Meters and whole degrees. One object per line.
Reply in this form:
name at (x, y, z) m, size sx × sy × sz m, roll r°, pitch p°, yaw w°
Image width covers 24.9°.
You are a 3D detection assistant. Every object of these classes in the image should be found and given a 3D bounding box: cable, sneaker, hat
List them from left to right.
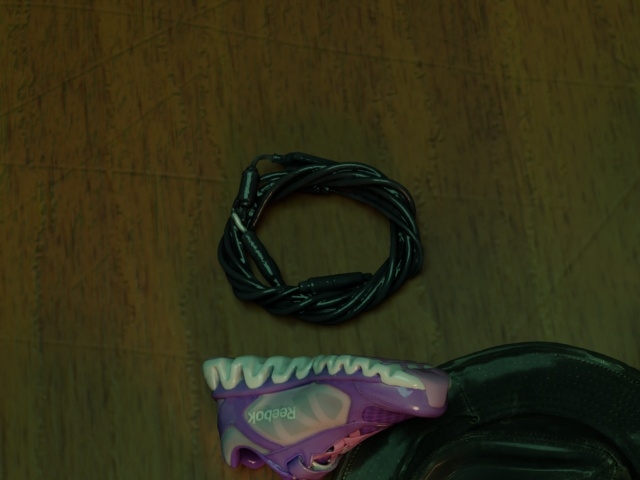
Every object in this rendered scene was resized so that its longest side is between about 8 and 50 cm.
cable at (0.000, 0.000, 1.274) m, size 0.184 × 0.047 × 0.151 m, roll 17°, pitch 72°, yaw 16°
sneaker at (0.003, 0.145, 1.169) m, size 0.236 × 0.095 × 0.105 m, roll -6°, pitch 76°, yaw 39°
hat at (0.155, 0.207, 1.115) m, size 0.331 × 0.134 × 0.331 m, roll -4°, pitch 67°, yaw 10°
